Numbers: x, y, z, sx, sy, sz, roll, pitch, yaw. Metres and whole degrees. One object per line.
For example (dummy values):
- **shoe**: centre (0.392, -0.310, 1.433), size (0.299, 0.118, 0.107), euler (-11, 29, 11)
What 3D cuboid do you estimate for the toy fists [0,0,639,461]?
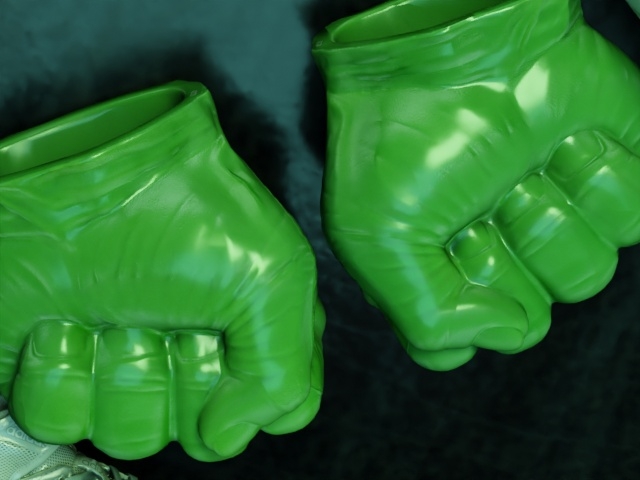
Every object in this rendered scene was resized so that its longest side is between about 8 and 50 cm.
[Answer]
- **toy fists**: centre (0.000, 0.000, 0.580), size (0.279, 0.096, 0.142), euler (-20, 111, -2)

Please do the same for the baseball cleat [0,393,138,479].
- **baseball cleat**: centre (-0.092, 0.117, 0.631), size (0.206, 0.072, 0.109), euler (1, 103, -9)

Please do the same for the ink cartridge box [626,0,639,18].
- **ink cartridge box**: centre (0.174, -0.139, 0.519), size (0.160, 0.092, 0.219), euler (-40, 98, -1)
